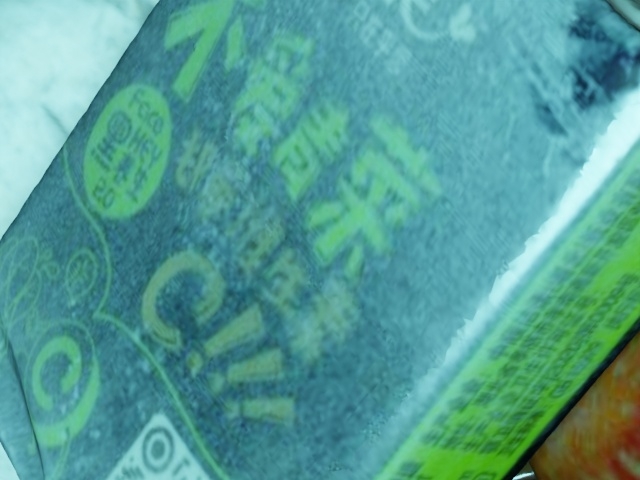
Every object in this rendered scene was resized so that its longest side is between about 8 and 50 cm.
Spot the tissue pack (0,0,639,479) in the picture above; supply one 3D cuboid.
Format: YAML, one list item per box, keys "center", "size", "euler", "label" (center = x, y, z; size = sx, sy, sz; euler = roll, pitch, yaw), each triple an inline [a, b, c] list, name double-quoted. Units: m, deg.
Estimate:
- center: [0.000, 0.000, 0.916]
  size: [0.394, 0.124, 0.288]
  euler: [-54, 51, 21]
  label: "tissue pack"

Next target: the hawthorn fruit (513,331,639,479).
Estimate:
- center: [0.183, 0.084, 0.931]
  size: [0.248, 0.208, 0.208]
  euler: [-15, 103, 29]
  label: "hawthorn fruit"
